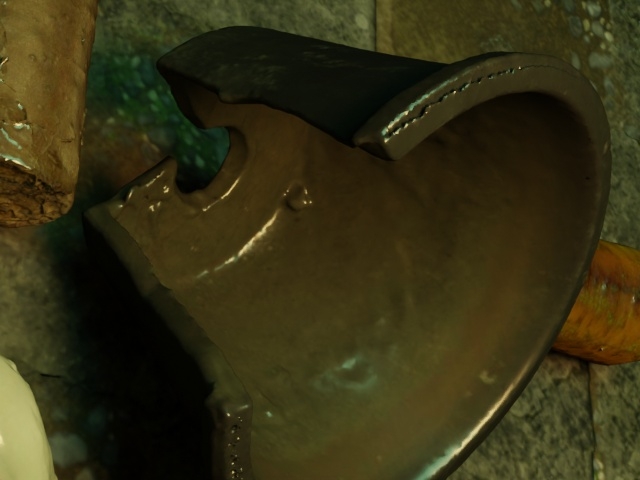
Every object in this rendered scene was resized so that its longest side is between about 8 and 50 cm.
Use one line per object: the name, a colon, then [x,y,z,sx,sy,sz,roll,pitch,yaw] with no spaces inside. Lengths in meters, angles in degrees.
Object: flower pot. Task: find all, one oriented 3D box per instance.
flower pot: [0.000,0.000,1.142,0.251,0.379,0.379,33,33,34]

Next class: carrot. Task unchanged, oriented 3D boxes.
carrot: [0.187,0.037,1.421,0.302,0.114,0.114,16,57,-30]

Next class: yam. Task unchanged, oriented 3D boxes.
yam: [-0.224,-0.119,1.148,0.129,0.128,0.238,-1,56,-3]

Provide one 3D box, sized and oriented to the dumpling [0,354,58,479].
dumpling: [-0.235,0.118,1.026,0.229,0.124,0.151,47,9,-17]
